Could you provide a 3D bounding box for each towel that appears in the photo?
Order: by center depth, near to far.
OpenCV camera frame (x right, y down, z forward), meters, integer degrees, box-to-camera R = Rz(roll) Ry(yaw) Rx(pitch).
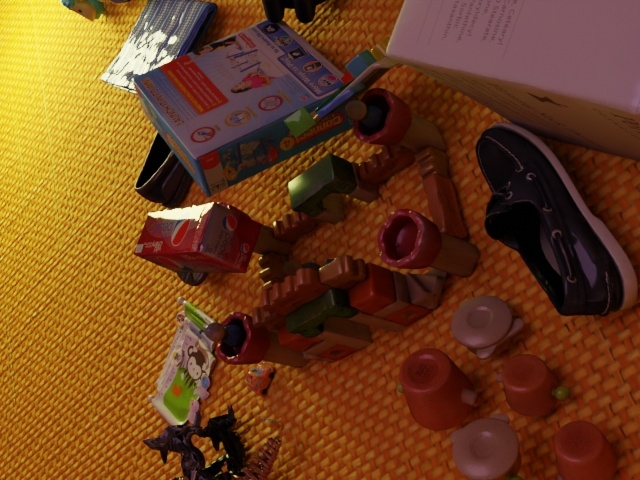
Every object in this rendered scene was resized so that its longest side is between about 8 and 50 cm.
[{"bbox_3d":[-0.361,-0.430,2.187,0.336,0.040,0.243,25,84,53],"label":"towel"}]

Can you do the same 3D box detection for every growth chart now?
[{"bbox_3d":[-0.256,0.241,1.900,0.172,0.021,0.237,20,93,47],"label":"growth chart"}]

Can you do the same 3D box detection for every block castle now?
[{"bbox_3d":[0.000,0.000,1.562,0.453,0.213,0.302,-32,55,36],"label":"block castle"}]

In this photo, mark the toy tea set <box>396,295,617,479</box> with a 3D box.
[{"bbox_3d":[0.244,0.236,1.323,0.200,0.124,0.336,-34,44,-2],"label":"toy tea set"}]

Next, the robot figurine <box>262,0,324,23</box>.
[{"bbox_3d":[-0.050,-0.540,1.826,0.174,0.209,0.278,-22,58,53],"label":"robot figurine"}]

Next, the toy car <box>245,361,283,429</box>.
[{"bbox_3d":[-0.093,0.262,1.701,0.060,0.041,0.122,-55,44,19],"label":"toy car"}]

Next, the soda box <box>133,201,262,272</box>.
[{"bbox_3d":[-0.200,0.000,1.591,0.263,0.092,0.083,-3,65,59],"label":"soda box"}]

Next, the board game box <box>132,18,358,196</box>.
[{"bbox_3d":[-0.134,-0.247,1.752,0.302,0.086,0.308,-27,44,-13],"label":"board game box"}]

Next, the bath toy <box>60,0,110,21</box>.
[{"bbox_3d":[-0.493,-0.696,2.398,0.348,0.129,0.151,-50,46,22],"label":"bath toy"}]

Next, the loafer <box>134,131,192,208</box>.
[{"bbox_3d":[-0.295,-0.219,2.042,0.109,0.095,0.302,16,89,50],"label":"loafer"}]

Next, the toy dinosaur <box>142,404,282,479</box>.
[{"bbox_3d":[-0.171,0.408,1.692,0.322,0.164,0.218,-31,69,15],"label":"toy dinosaur"}]

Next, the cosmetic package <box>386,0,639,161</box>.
[{"bbox_3d":[0.359,-0.286,1.185,0.394,0.329,0.327,26,96,49],"label":"cosmetic package"}]

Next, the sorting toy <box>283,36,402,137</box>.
[{"bbox_3d":[0.064,-0.254,1.519,0.196,0.348,0.047,-33,95,39],"label":"sorting toy"}]

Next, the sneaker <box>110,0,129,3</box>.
[{"bbox_3d":[-0.382,-0.615,2.289,0.222,0.118,0.083,-18,102,16],"label":"sneaker"}]

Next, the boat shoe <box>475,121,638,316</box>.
[{"bbox_3d":[0.276,-0.027,1.323,0.127,0.113,0.340,92,155,-54],"label":"boat shoe"}]

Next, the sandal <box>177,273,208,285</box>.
[{"bbox_3d":[-0.247,0.028,1.941,0.090,0.060,0.219,-61,28,3],"label":"sandal"}]
